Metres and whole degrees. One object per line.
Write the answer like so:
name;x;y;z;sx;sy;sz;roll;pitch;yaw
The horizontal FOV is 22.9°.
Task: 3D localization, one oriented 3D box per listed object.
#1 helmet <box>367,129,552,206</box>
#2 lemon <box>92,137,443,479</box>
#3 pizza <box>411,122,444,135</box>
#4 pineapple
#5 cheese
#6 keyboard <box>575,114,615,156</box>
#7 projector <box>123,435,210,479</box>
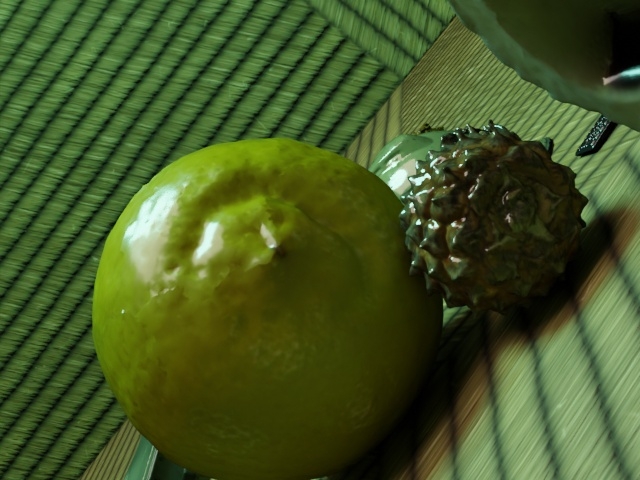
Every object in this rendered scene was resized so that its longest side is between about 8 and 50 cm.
helmet;0.120;-0.056;1.735;0.257;0.137;0.204;-46;9;39
lemon;-0.051;0.069;1.465;0.348;0.348;0.348;-51;7;9
pizza;0.102;-0.068;2.025;0.189;0.071;0.297;-40;-13;-22
pineapple;0.138;-0.016;1.337;0.166;0.166;0.193;-54;4;-13
cheese;0.251;-0.231;1.193;0.153;0.292;0.332;-55;19;-21
keyboard;0.300;-0.146;1.540;0.155;0.010;0.053;-54;6;-10
projector;-0.187;0.316;1.800;0.193;0.088;0.269;136;151;-69
